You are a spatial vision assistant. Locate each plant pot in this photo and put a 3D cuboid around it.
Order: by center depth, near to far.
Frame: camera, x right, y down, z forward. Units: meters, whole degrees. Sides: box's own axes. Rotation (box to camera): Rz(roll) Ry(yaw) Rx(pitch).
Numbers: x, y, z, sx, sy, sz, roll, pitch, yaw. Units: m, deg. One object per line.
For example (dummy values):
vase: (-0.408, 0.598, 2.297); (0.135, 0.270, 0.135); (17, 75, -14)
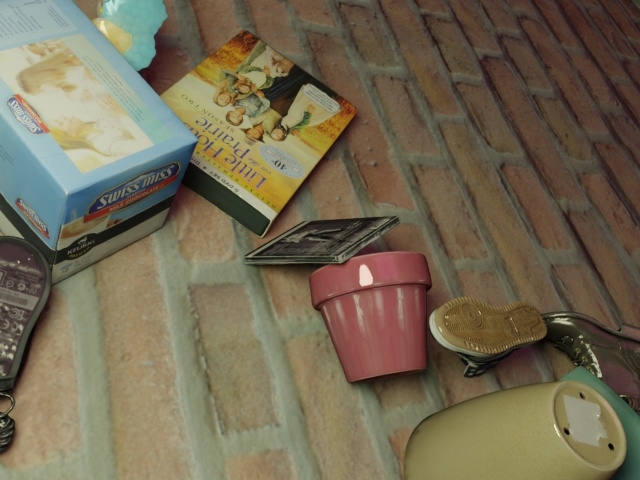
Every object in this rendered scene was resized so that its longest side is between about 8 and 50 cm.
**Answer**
plant pot: (0.300, 0.320, 1.016); (0.256, 0.274, 0.257); (16, 49, -19)
plant pot: (0.092, 0.130, 1.113); (0.201, 0.201, 0.180); (-1, 72, -31)
plant pot: (0.477, 0.341, 1.153); (0.165, 0.165, 0.234); (35, 21, -48)

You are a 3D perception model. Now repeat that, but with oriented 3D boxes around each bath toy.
bath toy: (-0.345, -0.377, 1.221); (0.151, 0.129, 0.348); (-27, 25, -6)

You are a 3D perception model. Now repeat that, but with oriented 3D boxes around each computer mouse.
computer mouse: (-0.442, 0.121, 0.886); (0.188, 0.072, 0.272); (24, 59, -15)

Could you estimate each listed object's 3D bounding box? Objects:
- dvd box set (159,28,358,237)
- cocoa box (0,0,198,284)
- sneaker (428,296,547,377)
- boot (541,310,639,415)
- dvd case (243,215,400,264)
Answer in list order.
dvd box set: (-0.134, -0.227, 1.339); (0.307, 0.062, 0.420); (35, 45, -1)
cocoa box: (-0.395, -0.161, 1.016); (0.347, 0.228, 0.231); (47, 47, 10)
sneaker: (0.249, 0.171, 1.172); (0.282, 0.153, 0.099); (4, 58, -41)
boot: (0.503, 0.262, 1.294); (0.262, 0.091, 0.229); (9, 68, 17)
dvd case: (0.000, 0.000, 1.152); (0.164, 0.221, 0.018); (-33, 112, -43)
